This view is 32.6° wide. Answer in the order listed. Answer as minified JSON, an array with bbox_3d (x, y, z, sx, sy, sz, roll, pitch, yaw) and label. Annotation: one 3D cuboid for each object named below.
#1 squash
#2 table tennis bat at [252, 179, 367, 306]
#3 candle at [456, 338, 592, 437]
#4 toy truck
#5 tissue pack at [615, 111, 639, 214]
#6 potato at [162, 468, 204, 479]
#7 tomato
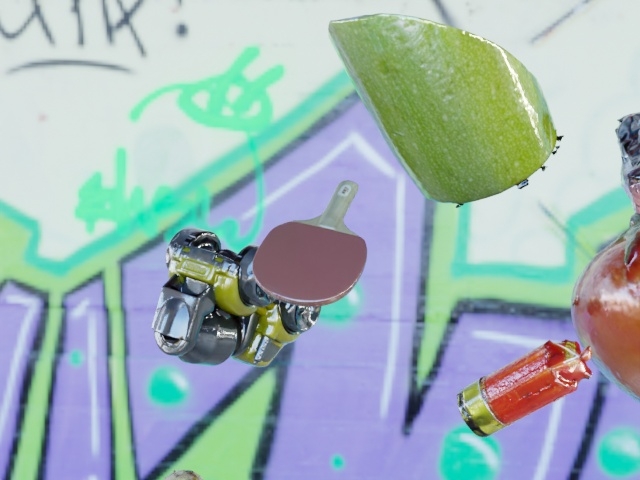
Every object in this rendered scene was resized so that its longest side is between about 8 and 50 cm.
[{"bbox_3d":[0.136,-0.182,1.191,0.189,0.260,0.189,-22,31,15],"label":"squash"},{"bbox_3d":[0.000,0.000,0.893,0.087,0.013,0.156,13,42,13],"label":"table tennis bat"},{"bbox_3d":[0.184,0.126,0.966,0.131,0.052,0.052,-36,-15,28],"label":"candle"},{"bbox_3d":[-0.112,0.093,1.383,0.147,0.165,0.224,15,-14,33],"label":"toy truck"},{"bbox_3d":[0.618,-0.150,1.660,0.332,0.123,0.245,-16,18,17],"label":"tissue pack"},{"bbox_3d":[-0.118,0.222,0.922,0.040,0.051,0.083,40,2,-16],"label":"potato"},{"bbox_3d":[0.405,0.067,1.133,0.265,0.265,0.265,1,4,0],"label":"tomato"}]
